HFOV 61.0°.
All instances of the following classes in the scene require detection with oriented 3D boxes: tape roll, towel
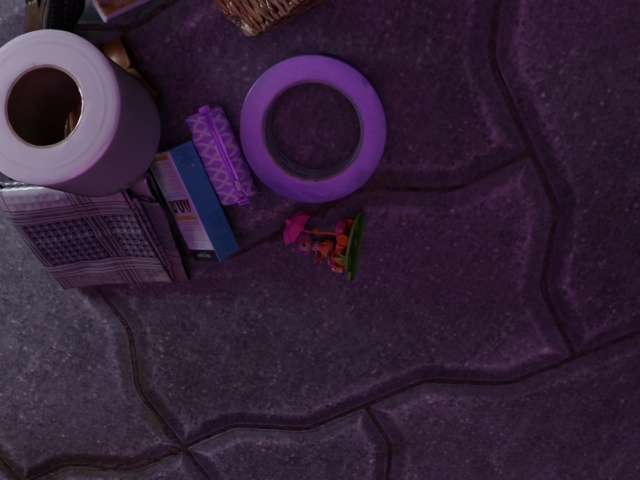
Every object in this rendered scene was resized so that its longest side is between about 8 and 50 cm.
[{"bbox_3d":[-0.012,-0.215,1.043,0.274,0.090,0.275,2,113,4],"label":"tape roll"},{"bbox_3d":[-0.416,-0.202,0.913,0.246,0.169,0.246,0,89,4],"label":"tape roll"},{"bbox_3d":[-0.457,-0.004,1.124,0.324,0.056,0.312,-4,134,5],"label":"towel"}]

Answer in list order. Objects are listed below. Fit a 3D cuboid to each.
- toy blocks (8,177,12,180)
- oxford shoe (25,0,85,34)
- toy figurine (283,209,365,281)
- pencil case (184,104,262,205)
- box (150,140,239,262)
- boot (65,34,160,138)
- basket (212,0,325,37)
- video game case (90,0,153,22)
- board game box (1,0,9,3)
[{"bbox_3d":[-0.694,-0.295,1.020,0.308,0.260,0.289,0,145,-21],"label":"toy blocks"},{"bbox_3d":[-0.482,-0.408,0.961,0.096,0.083,0.227,48,142,-8],"label":"oxford shoe"},{"bbox_3d":[0.000,0.000,1.136,0.159,0.130,0.173,13,138,14],"label":"toy figurine"},{"bbox_3d":[-0.195,-0.165,1.077,0.086,0.088,0.206,-24,108,-2],"label":"pencil case"},{"bbox_3d":[-0.259,-0.075,1.110,0.100,0.060,0.244,1,119,46],"label":"box"},{"bbox_3d":[-0.402,-0.236,1.070,0.220,0.109,0.284,-26,101,10],"label":"boot"},{"bbox_3d":[-0.097,-0.527,0.921,0.213,0.223,0.299,-16,114,45],"label":"basket"},{"bbox_3d":[-0.324,-0.509,0.912,0.227,0.026,0.206,-38,109,-23],"label":"video game case"},{"bbox_3d":[-0.558,-0.543,0.880,0.305,0.053,0.193,44,115,28],"label":"board game box"}]
